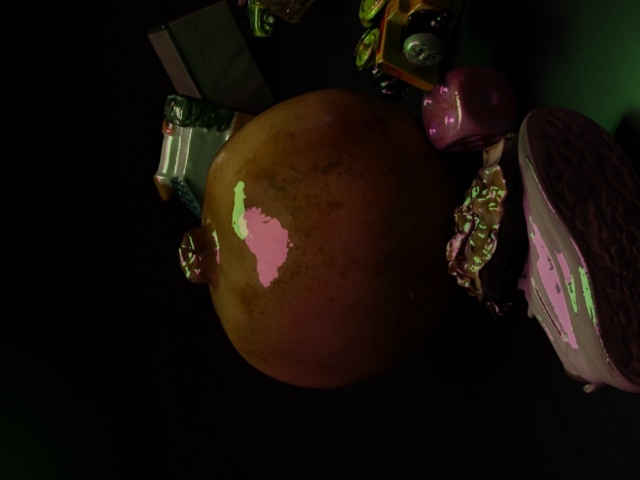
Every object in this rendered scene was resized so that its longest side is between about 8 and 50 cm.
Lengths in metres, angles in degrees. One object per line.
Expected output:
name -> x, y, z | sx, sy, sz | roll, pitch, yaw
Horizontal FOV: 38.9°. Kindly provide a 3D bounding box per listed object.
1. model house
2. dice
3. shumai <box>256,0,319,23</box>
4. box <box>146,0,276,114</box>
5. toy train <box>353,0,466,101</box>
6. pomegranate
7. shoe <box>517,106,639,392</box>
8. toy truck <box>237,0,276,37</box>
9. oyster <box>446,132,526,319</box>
model house -> -0.192, -0.117, 1.751 | 0.190, 0.272, 0.300 | -163, 85, -67
dice -> 0.191, -0.166, 1.157 | 0.091, 0.094, 0.093 | -30, 65, 60
shumai -> -0.116, -0.554, 1.582 | 0.217, 0.283, 0.345 | -175, 81, -65
box -> -0.230, -0.366, 1.923 | 0.252, 0.153, 0.188 | 64, 165, -18
toy train -> 0.125, -0.321, 1.161 | 0.160, 0.101, 0.296 | -33, 42, 55
pomegranate -> 0.000, 0.000, 1.252 | 0.417, 0.417, 0.416 | 177, 90, -67
shoe -> 0.271, 0.023, 0.973 | 0.159, 0.124, 0.316 | 119, 142, -62
toy truck -> -0.121, -0.475, 1.877 | 0.077, 0.076, 0.111 | 16, 112, 40
oyster -> 0.197, -0.023, 1.051 | 0.214, 0.083, 0.222 | -55, -30, -64
